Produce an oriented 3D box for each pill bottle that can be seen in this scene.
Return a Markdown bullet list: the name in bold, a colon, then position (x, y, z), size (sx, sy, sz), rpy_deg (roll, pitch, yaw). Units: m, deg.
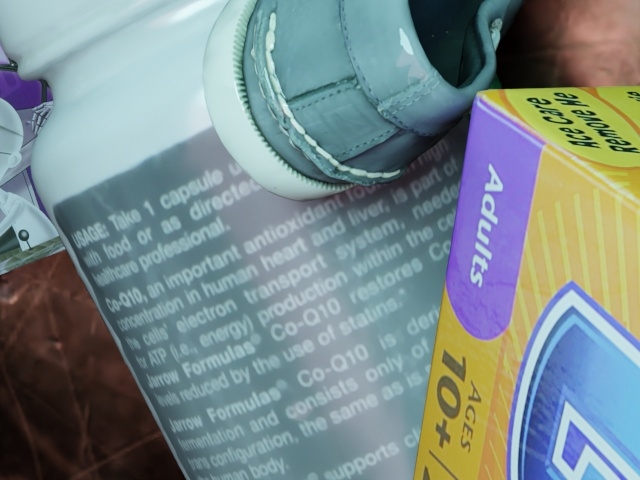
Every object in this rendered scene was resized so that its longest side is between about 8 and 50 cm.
- **pill bottle**: position (0.000, 0.000, 0.853), size (0.204, 0.204, 0.361), rpy_deg (-25, 96, 20)

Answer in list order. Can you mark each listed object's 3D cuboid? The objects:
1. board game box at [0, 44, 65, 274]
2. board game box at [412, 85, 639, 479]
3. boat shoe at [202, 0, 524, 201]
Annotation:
- **board game box**: position (-0.270, -0.051, 1.003), size (0.347, 0.056, 0.208), rpy_deg (-21, 92, 19)
- **board game box**: position (0.261, 0.167, 0.645), size (0.356, 0.356, 0.356), rpy_deg (-3, 114, -25)
- **boat shoe**: position (0.069, -0.144, 0.753), size (0.116, 0.319, 0.099), rpy_deg (47, 142, -21)
